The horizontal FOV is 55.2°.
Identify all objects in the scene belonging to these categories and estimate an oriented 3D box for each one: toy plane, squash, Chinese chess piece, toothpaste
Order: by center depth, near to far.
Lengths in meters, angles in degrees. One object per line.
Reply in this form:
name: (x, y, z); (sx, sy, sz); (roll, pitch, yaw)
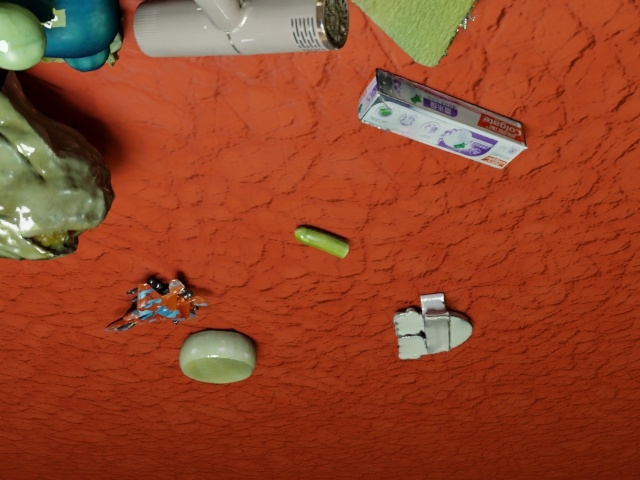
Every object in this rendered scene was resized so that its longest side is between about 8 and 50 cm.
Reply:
toothpaste: (0.137, -0.131, 0.681); (0.196, 0.040, 0.047); (14, 146, -20)
squash: (0.000, 0.000, 0.873); (0.083, 0.027, 0.027); (21, 139, -28)
toy plane: (-0.278, 0.110, 0.993); (0.189, 0.061, 0.130); (-16, 143, 26)
Chinese chess piece: (-0.192, 0.218, 1.151); (0.144, 0.058, 0.144); (0, 146, 0)

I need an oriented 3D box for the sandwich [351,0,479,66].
sandwich: (0.061, -0.219, 0.450); (0.212, 0.063, 0.245); (-22, 160, -33)

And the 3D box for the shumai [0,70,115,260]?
shumai: (-0.352, -0.095, 0.637); (0.256, 0.189, 0.218); (0, 125, 14)

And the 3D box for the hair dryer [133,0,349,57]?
hair dryer: (-0.110, -0.196, 0.455); (0.195, 0.053, 0.220); (6, 177, 27)

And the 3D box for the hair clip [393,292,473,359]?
hair clip: (0.203, 0.164, 1.095); (0.140, 0.054, 0.220); (-11, 146, 5)

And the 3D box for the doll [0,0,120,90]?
doll: (-0.287, -0.163, 0.433); (0.322, 0.198, 0.186); (-14, 132, -5)

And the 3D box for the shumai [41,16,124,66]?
shumai: (-0.220, -0.200, 0.566); (0.082, 0.083, 0.080); (11, -173, 32)
